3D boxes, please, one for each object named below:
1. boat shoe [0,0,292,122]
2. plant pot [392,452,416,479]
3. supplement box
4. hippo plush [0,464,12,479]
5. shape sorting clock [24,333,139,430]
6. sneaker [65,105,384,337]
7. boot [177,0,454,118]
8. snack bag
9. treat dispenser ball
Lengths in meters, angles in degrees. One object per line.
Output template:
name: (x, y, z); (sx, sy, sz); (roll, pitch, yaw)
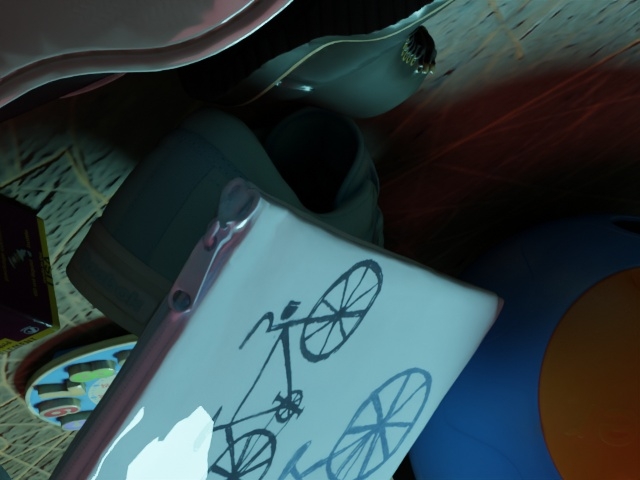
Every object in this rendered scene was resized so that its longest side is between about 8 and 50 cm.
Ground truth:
boat shoe: (-0.121, -0.115, 0.673); (0.302, 0.091, 0.114); (-20, 111, 15)
plant pot: (0.172, 0.189, 1.384); (0.187, 0.167, 0.188); (-4, 153, -23)
supplement box: (-0.250, 0.013, 0.881); (0.104, 0.080, 0.188); (-24, 154, 21)
hippo plush: (-0.302, 0.196, 0.929); (0.234, 0.294, 0.236); (-53, -175, 5)
shape sorting clock: (-0.128, 0.115, 1.215); (0.206, 0.040, 0.206); (-12, 155, -6)
sneaker: (0.000, 0.000, 0.942); (0.150, 0.135, 0.366); (-54, 161, 10)
boot: (0.040, -0.118, 0.785); (0.198, 0.077, 0.137); (-17, 164, 40)
snack bag: (-0.052, 0.134, 0.862); (0.323, 0.037, 0.342); (-56, 151, 7)
treat dispenser ball: (0.204, 0.124, 1.114); (0.288, 0.288, 0.288); (-12, 156, -5)
